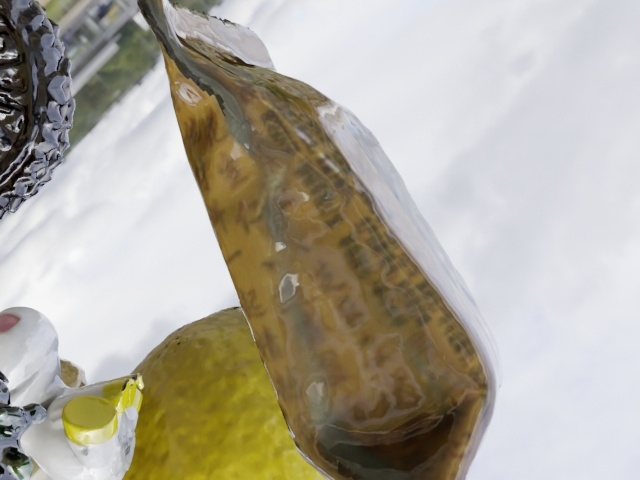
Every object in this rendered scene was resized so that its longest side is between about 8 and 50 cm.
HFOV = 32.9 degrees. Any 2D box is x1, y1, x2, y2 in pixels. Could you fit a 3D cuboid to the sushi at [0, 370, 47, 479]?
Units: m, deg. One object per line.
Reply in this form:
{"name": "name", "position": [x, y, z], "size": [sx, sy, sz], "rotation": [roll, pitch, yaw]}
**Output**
{"name": "sushi", "position": [-0.126, 0.069, 0.316], "size": [0.083, 0.056, 0.085], "rotation": [27, -103, 33]}

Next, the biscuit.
{"name": "biscuit", "position": [-0.257, -0.098, 0.717], "size": [0.194, 0.194, 0.053], "rotation": [-44, -173, 4]}

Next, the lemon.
{"name": "lemon", "position": [-0.061, 0.232, 1.095], "size": [0.336, 0.336, 0.336], "rotation": [-41, -164, 14]}

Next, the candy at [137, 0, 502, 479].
{"name": "candy", "position": [0.000, 0.000, 0.532], "size": [0.101, 0.271, 0.143], "rotation": [-30, 175, 14]}

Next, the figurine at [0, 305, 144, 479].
{"name": "figurine", "position": [-0.215, 0.120, 0.773], "size": [0.130, 0.178, 0.109], "rotation": [-58, -176, 11]}

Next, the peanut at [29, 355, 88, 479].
{"name": "peanut", "position": [-0.281, 0.180, 1.025], "size": [0.159, 0.140, 0.109], "rotation": [-50, -174, -12]}
